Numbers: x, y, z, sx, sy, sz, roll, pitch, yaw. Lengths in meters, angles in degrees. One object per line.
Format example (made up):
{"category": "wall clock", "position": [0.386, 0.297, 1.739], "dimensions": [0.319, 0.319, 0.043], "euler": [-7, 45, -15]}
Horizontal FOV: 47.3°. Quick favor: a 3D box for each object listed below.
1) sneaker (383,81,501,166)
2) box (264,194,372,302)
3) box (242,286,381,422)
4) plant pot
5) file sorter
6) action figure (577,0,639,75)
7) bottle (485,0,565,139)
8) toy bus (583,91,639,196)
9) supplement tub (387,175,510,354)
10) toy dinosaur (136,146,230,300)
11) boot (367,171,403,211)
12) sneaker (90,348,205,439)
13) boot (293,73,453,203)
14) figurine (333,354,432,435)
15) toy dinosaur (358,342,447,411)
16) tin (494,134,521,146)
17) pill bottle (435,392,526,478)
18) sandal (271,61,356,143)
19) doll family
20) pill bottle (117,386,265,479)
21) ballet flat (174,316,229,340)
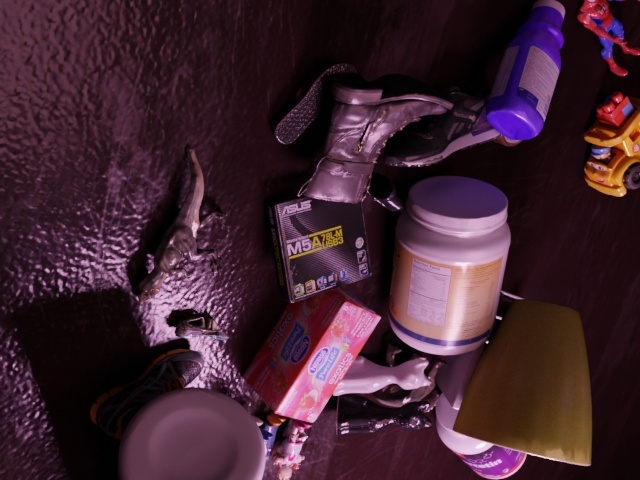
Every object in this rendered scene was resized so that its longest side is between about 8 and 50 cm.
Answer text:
{"category": "sneaker", "position": [0.225, -0.230, 1.406], "dimensions": [0.283, 0.107, 0.124], "euler": [-25, 114, -31]}
{"category": "box", "position": [0.000, 0.000, 1.340], "dimensions": [0.191, 0.045, 0.184], "euler": [-16, 107, -32]}
{"category": "box", "position": [-0.018, 0.209, 1.427], "dimensions": [0.123, 0.128, 0.256], "euler": [28, 96, -46]}
{"category": "plant pot", "position": [0.435, 0.277, 1.495], "dimensions": [0.275, 0.275, 0.293], "euler": [22, 78, -45]}
{"category": "file sorter", "position": [0.411, 0.256, 1.698], "dimensions": [0.173, 0.193, 0.277], "euler": [19, 95, -5]}
{"category": "action figure", "position": [0.655, -0.456, 1.586], "dimensions": [0.280, 0.139, 0.091], "euler": [30, 93, -43]}
{"category": "bottle", "position": [0.410, -0.339, 1.426], "dimensions": [0.118, 0.092, 0.282], "euler": [32, 70, -34]}
{"category": "toy bus", "position": [0.716, -0.249, 1.764], "dimensions": [0.211, 0.149, 0.220], "euler": [40, 90, -33]}
{"category": "supplement tub", "position": [0.261, 0.048, 1.491], "dimensions": [0.228, 0.228, 0.316], "euler": [-18, 125, -31]}
{"category": "toy dinosaur", "position": [-0.209, -0.007, 1.190], "dimensions": [0.118, 0.064, 0.268], "euler": [16, 101, -37]}
{"category": "boot", "position": [0.124, -0.086, 1.378], "dimensions": [0.045, 0.121, 0.099], "euler": [-51, 129, 0]}
{"category": "sneaker", "position": [-0.288, 0.271, 1.274], "dimensions": [0.215, 0.083, 0.084], "euler": [-34, 131, -21]}
{"category": "boot", "position": [0.090, -0.170, 1.276], "dimensions": [0.263, 0.091, 0.229], "euler": [-2, 124, -27]}
{"category": "figurine", "position": [0.136, 0.331, 1.576], "dimensions": [0.210, 0.092, 0.214], "euler": [-1, 126, 7]}
{"category": "toy dinosaur", "position": [0.192, 0.326, 1.680], "dimensions": [0.314, 0.121, 0.160], "euler": [12, 101, -46]}
{"category": "tin", "position": [0.429, -0.293, 1.565], "dimensions": [0.106, 0.040, 0.189], "euler": [4, 113, -45]}
{"category": "pill bottle", "position": [0.419, 0.499, 1.927], "dimensions": [0.181, 0.181, 0.323], "euler": [-48, 135, -6]}
{"category": "sandal", "position": [-0.016, -0.238, 1.229], "dimensions": [0.179, 0.040, 0.067], "euler": [-42, 131, 2]}
{"category": "doll family", "position": [-0.134, 0.440, 1.503], "dimensions": [0.263, 0.118, 0.163], "euler": [12, 102, -62]}
{"category": "pill bottle", "position": [-0.236, 0.449, 1.263], "dimensions": [0.229, 0.229, 0.407], "euler": [-20, 148, -30]}
{"category": "ballet flat", "position": [-0.207, 0.156, 1.305], "dimensions": [0.114, 0.041, 0.041], "euler": [13, 106, -44]}
